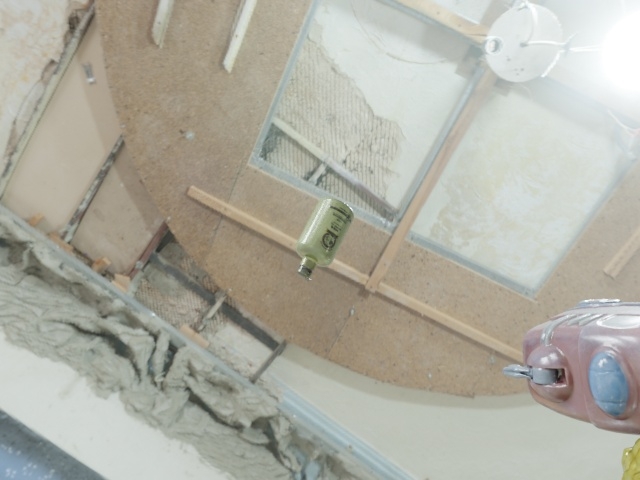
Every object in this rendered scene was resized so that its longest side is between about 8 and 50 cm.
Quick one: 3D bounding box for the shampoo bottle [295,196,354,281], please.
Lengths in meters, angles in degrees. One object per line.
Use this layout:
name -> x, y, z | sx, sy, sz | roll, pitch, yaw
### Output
shampoo bottle -> 0.000, 0.000, 0.927 | 0.079, 0.079, 0.162 | 29, -109, -3

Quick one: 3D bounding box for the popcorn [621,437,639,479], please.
popcorn -> 0.358, 0.270, 0.425 | 0.180, 0.217, 0.235 | 14, -38, 35

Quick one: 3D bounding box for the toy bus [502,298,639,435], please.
toy bus -> 0.453, 0.196, 0.739 | 0.231, 0.294, 0.198 | -3, -94, -25
